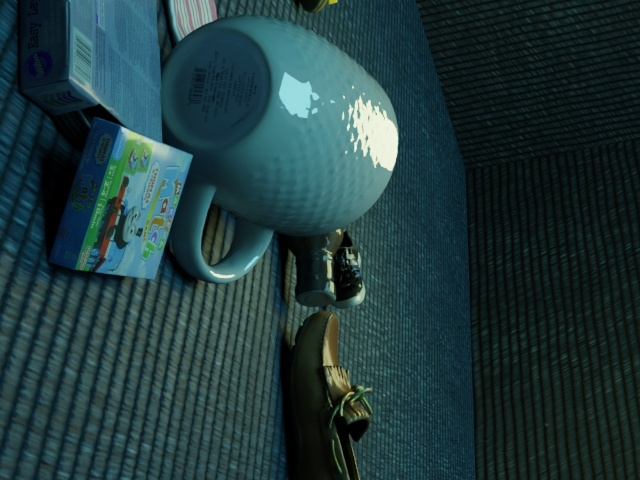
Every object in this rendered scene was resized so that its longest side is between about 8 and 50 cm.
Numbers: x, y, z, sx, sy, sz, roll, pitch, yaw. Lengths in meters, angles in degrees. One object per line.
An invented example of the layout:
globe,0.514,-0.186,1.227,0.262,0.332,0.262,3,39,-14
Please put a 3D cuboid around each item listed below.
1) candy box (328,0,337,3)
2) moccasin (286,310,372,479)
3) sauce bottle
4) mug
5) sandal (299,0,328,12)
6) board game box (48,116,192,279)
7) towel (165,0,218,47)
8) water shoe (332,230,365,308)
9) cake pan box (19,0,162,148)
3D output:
candy box,-0.002,-0.598,2.546,0.105,0.027,0.205,48,-32,46
moccasin,0.025,0.294,2.006,0.139,0.147,0.380,58,26,-56
sauce bottle,-0.015,-0.053,2.168,0.111,0.111,0.344,56,29,-58
mug,-0.091,-0.119,1.685,0.374,0.276,0.328,-68,157,0
sandal,-0.039,-0.602,2.479,0.120,0.086,0.302,39,-38,49
board game box,-0.218,-0.041,1.390,0.211,0.039,0.160,16,92,-75
towel,-0.189,-0.352,1.856,0.197,0.029,0.144,-30,109,-75
water shoe,0.039,0.056,2.394,0.203,0.073,0.080,-94,166,-60
cake pan box,-0.260,-0.238,1.433,0.246,0.070,0.266,40,42,-66
